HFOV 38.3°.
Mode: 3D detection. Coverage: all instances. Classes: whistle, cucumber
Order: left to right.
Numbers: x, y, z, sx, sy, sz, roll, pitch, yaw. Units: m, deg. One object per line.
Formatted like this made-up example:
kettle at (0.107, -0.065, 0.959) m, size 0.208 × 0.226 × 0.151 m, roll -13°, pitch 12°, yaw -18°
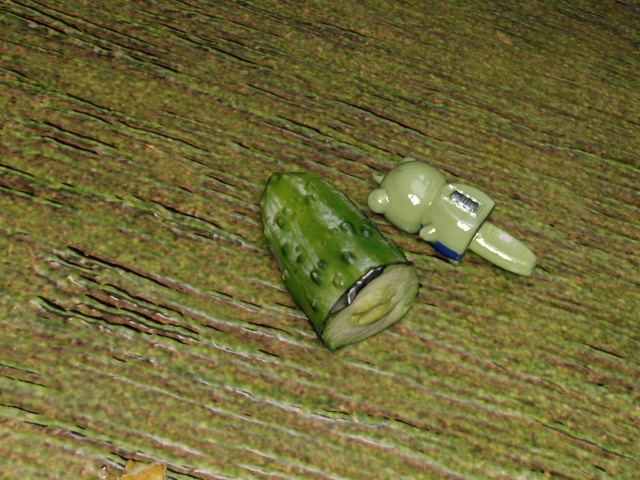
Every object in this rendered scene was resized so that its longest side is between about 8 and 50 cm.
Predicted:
cucumber at (0.000, -0.002, 1.042) m, size 0.134 × 0.134 × 0.244 m, roll -18°, pitch 50°, yaw -28°
whistle at (0.160, -0.026, 1.124) m, size 0.227 × 0.085 × 0.105 m, roll 32°, pitch 51°, yaw 11°

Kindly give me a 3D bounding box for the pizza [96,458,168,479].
pizza at (-0.195, 0.273, 0.797) m, size 0.201 × 0.053 × 0.193 m, roll 37°, pitch 52°, yaw 27°
